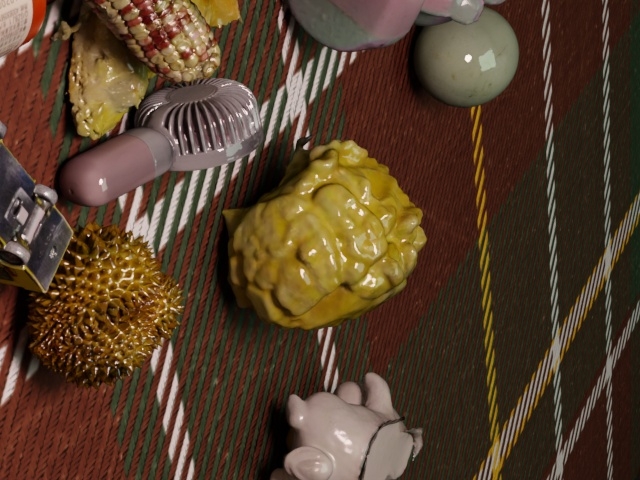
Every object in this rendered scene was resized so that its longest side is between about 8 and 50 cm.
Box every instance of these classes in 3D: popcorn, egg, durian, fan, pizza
[{"bbox_3d":[0.000,-0.008,1.788,0.249,0.249,0.225,-30,96,-59],"label":"popcorn"},{"bbox_3d":[0.214,-0.270,2.205,0.192,0.149,0.149,-32,126,-63],"label":"egg"},{"bbox_3d":[-0.210,0.060,1.447,0.168,0.137,0.158,-44,118,-33],"label":"durian"},{"bbox_3d":[-0.162,-0.094,1.517,0.244,0.130,0.074,-33,124,-41],"label":"fan"},{"bbox_3d":[-0.169,-0.219,1.497,0.280,0.075,0.287,48,55,-58],"label":"pizza"}]

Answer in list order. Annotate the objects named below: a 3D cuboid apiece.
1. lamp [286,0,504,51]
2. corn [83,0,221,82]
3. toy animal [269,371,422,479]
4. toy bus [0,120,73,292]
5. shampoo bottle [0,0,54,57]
[{"bbox_3d":[0.086,-0.331,1.884,0.301,0.247,0.247,-39,163,-46],"label":"lamp"},{"bbox_3d":[-0.181,-0.239,1.375,0.253,0.086,0.086,51,49,-31],"label":"corn"},{"bbox_3d":[0.038,0.285,2.015,0.208,0.154,0.325,-65,156,-18],"label":"toy animal"},{"bbox_3d":[-0.289,-0.042,1.300,0.081,0.074,0.226,-69,153,-23],"label":"toy bus"},{"bbox_3d":[-0.293,-0.186,1.207,0.278,0.104,0.104,-43,136,-53],"label":"shampoo bottle"}]
